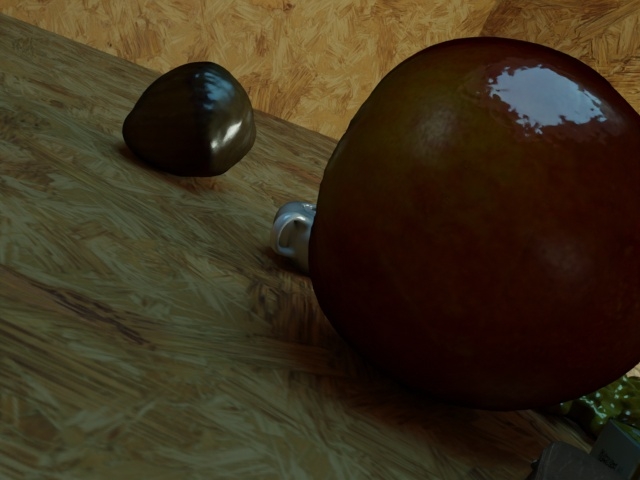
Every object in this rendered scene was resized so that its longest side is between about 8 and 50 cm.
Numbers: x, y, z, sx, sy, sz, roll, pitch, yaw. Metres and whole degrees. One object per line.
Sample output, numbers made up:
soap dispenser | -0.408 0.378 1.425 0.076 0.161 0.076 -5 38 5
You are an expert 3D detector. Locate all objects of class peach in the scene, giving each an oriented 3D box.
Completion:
peach | 0.178 -0.004 0.780 0.388 0.388 0.388 24 12 -6

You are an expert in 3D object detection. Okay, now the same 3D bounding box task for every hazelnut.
hazelnut | -0.203 -0.193 1.214 0.210 0.186 0.210 25 29 -15

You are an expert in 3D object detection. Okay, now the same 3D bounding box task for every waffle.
waffle | 0.357 0.190 0.999 0.260 0.069 0.293 31 14 27

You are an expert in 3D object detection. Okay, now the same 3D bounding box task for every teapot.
teapot | 0.000 0.000 1.019 0.145 0.092 0.226 29 13 27

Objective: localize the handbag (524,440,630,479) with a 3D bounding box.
handbag | 0.202 0.223 0.535 0.151 0.072 0.193 29 10 16

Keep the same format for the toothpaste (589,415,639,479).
toothpaste | 0.390 0.260 0.716 0.313 0.089 0.071 22 8 -14
